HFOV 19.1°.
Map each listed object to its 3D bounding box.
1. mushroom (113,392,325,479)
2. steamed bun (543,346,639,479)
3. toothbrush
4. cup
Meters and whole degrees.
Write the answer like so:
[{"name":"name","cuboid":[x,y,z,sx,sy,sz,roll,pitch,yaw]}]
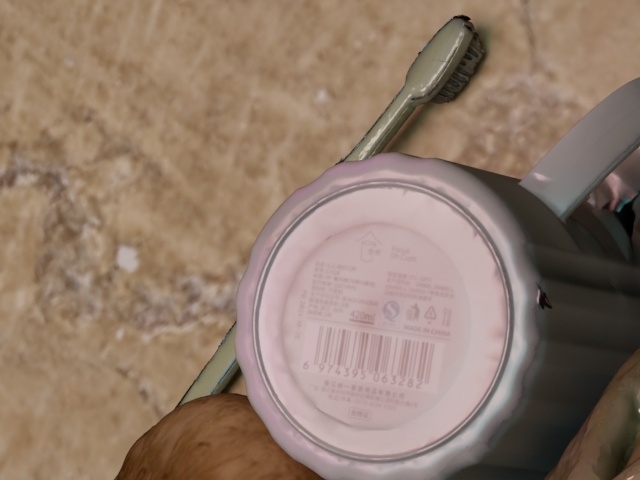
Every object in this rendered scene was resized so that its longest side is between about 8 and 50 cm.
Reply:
[{"name":"mushroom","cuboid":[-0.028,0.212,0.939,0.278,0.146,0.278,29,129,43]},{"name":"steamed bun","cuboid":[0.227,0.112,0.742,0.309,0.324,0.219,9,89,19]},{"name":"toothbrush","cuboid":[-0.004,-0.001,1.038,0.294,0.028,0.026,-52,44,13]},{"name":"cup","cuboid":[0.072,0.019,0.898,0.167,0.202,0.221,11,89,25]}]
